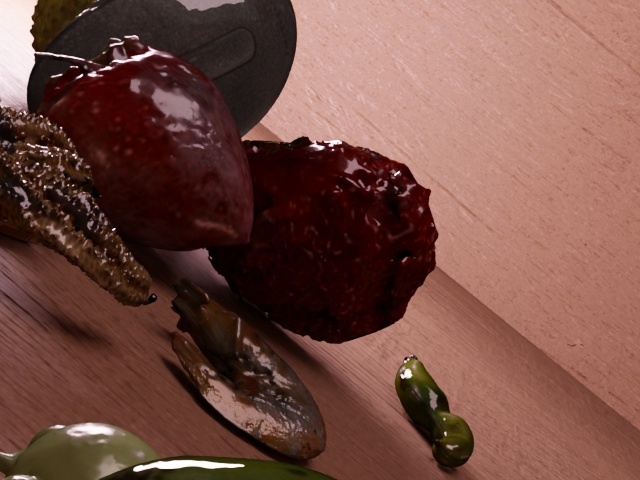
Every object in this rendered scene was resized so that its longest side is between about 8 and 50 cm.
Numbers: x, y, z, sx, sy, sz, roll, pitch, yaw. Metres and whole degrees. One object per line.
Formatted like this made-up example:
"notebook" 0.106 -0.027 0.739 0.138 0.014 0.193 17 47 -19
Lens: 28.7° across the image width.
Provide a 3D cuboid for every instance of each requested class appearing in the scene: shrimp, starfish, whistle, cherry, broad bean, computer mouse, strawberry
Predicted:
"shrimp" -0.065 0.106 1.025 0.187 0.051 0.132 43 9 14
"starfish" -0.255 -0.075 0.922 0.312 0.113 0.303 58 19 23
"whistle" -0.065 0.162 0.594 0.227 0.085 0.105 37 8 -5
"cherry" -0.162 -0.081 1.202 0.250 0.175 0.192 40 17 3
"broad bean" 0.123 0.190 1.408 0.070 0.048 0.213 36 11 -24
"computer mouse" -0.150 -0.199 1.378 0.114 0.374 0.203 7 -54 45
"strawberry" 0.000 0.000 1.347 0.274 0.220 0.274 1 0 0

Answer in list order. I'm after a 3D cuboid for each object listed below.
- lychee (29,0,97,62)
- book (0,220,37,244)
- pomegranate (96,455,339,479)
"lychee" -0.224 -0.262 1.559 0.270 0.270 0.320 35 31 -23
"book" -0.307 -0.054 0.983 0.118 0.012 0.172 45 10 34
"pomegranate" -0.065 0.156 0.386 0.225 0.187 0.187 5 19 -16
